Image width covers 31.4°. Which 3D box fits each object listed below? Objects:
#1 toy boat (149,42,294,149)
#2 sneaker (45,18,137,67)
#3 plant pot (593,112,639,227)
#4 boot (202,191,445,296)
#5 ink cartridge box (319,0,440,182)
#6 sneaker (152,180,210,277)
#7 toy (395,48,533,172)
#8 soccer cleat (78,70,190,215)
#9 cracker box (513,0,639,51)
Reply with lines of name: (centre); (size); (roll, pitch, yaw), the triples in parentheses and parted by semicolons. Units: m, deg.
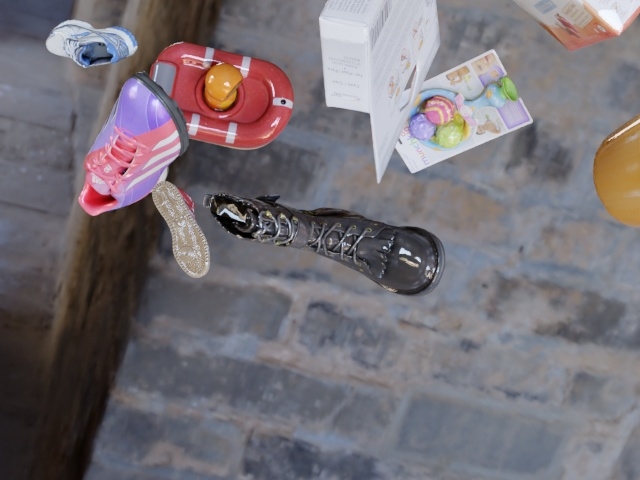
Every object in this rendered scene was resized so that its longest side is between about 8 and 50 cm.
toy boat: (-0.154, -0.234, 1.787); (0.231, 0.151, 0.151); (11, -10, -10)
sneaker: (-0.316, -0.260, 1.520); (0.135, 0.052, 0.058); (5, 38, 24)
plant pot: (0.437, -0.092, 1.369); (0.205, 0.205, 0.188); (7, -11, -27)
boot: (0.000, 0.000, 1.428); (0.229, 0.091, 0.263); (10, 6, -43)
ink cartridge box: (0.083, -0.268, 1.463); (0.066, 0.261, 0.296); (12, 51, 16)
sneaker: (-0.159, -0.014, 1.335); (0.042, 0.118, 0.067); (-23, 2, 0)
toy: (0.207, -0.198, 1.849); (0.137, 0.237, 0.056); (58, 31, -15)
soccer cleat: (-0.256, -0.116, 1.513); (0.116, 0.318, 0.108); (-40, 88, -23)
cracker box: (0.154, -0.255, 0.917); (0.232, 0.067, 0.156); (41, 3, -3)
